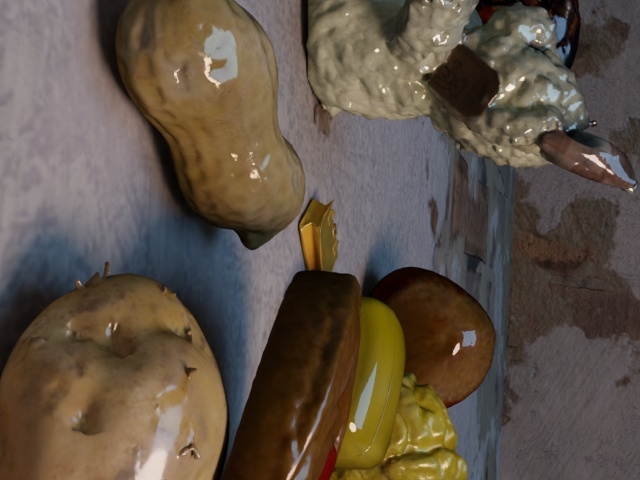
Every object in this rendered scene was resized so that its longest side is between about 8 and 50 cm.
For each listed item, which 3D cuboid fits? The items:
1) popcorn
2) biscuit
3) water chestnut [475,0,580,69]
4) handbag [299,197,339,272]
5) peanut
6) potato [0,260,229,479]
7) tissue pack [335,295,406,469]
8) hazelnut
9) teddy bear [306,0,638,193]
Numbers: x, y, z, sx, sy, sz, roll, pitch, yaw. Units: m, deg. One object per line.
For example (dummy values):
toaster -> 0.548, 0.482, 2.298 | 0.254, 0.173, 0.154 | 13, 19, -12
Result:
popcorn -> 0.065, 0.262, 1.010 | 0.200, 0.203, 0.226 | 66, -21, -7
biscuit -> -0.042, 0.219, 0.611 | 0.350, 0.070, 0.394 | -65, 172, -77
water chestnut -> 0.284, -0.356, 1.371 | 0.289, 0.289, 0.244 | -45, 128, -63
handbag -> 0.000, 0.000, 0.973 | 0.061, 0.027, 0.083 | -65, 153, -49
peanut -> -0.071, -0.086, 0.639 | 0.117, 0.101, 0.263 | -52, 145, -28
potato -> -0.119, 0.138, 0.490 | 0.161, 0.128, 0.234 | 43, 58, -59
tissue pack -> 0.019, 0.143, 0.895 | 0.127, 0.123, 0.178 | 55, 41, -51
hazelnut -> 0.154, 0.137, 1.205 | 0.210, 0.186, 0.210 | 32, 51, -52
teddy bear -> 0.173, -0.251, 0.933 | 0.327, 0.362, 0.375 | 2, 92, -72
